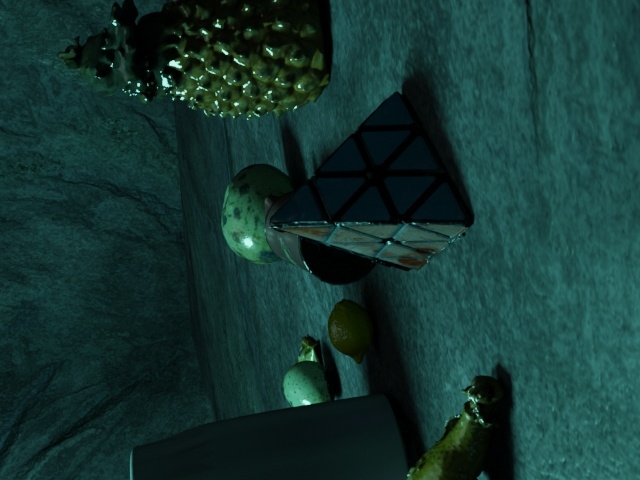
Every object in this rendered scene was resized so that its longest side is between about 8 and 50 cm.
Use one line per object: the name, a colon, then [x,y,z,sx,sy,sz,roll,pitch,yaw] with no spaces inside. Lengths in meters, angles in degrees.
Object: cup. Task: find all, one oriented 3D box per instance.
cup: [-0.057,0.348,1.405,0.253,0.372,0.253,174,90,-84]

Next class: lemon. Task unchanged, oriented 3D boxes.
lemon: [0.042,0.124,1.443,0.065,0.065,0.092,174,80,-77]

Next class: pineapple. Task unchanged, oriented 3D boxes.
pineapple: [-0.178,-0.262,1.435,0.223,0.357,0.222,171,90,-80]

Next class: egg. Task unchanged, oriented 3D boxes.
egg: [-0.094,-0.048,1.729,0.141,0.141,0.181,98,167,-55]
egg: [-0.016,0.245,1.744,0.110,0.085,0.085,-149,49,-63]

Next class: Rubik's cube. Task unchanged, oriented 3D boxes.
Rubik's cube: [0.079,-0.066,1.150,0.190,0.211,0.178,51,-135,-65]

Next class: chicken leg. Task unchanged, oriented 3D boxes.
chicken leg: [0.142,0.223,1.058,0.085,0.101,0.207,57,134,51]

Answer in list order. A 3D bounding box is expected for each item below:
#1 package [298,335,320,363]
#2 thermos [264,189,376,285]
package: [-0.017,0.233,1.861,0.108,0.031,0.120,-173,78,-76]
thermos: [0.000,-0.009,1.465,0.330,0.136,0.109,-160,88,-75]
